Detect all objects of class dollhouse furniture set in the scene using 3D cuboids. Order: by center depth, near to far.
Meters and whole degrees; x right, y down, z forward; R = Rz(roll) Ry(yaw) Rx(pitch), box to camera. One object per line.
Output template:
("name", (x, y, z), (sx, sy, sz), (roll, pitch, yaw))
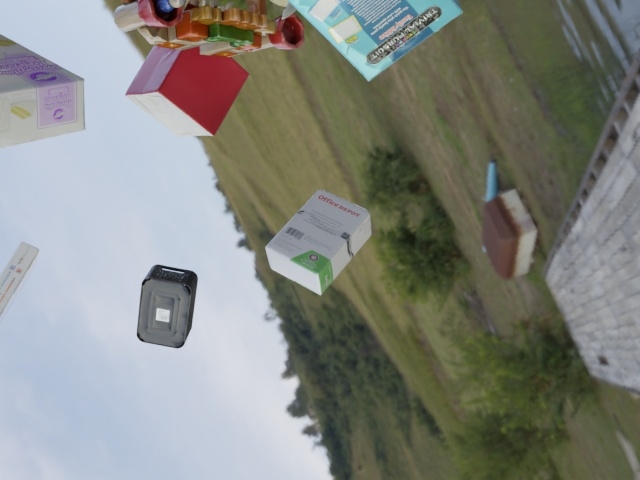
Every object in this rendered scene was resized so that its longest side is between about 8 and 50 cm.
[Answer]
("dollhouse furniture set", (-0.446, -0.722, 2.522), (0.262, 0.135, 0.259), (25, -152, 4))

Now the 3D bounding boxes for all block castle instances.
("block castle", (-0.225, -0.581, 1.772), (0.453, 0.212, 0.303), (-4, -86, -48))

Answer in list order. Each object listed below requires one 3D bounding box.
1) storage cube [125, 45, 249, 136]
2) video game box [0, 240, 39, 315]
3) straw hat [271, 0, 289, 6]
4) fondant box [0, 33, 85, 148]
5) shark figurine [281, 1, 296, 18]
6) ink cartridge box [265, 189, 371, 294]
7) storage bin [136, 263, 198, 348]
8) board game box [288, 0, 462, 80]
("storage cube", (-0.332, -0.387, 1.992), (0.215, 0.193, 0.183), (37, 162, -36))
("video game box", (-0.678, 0.107, 1.743), (0.048, 0.187, 0.205), (32, 158, -13))
("straw hat", (-0.112, -0.724, 2.238), (0.144, 0.144, 0.061), (65, -159, -7))
("fondant box", (-0.571, -0.251, 1.291), (0.330, 0.238, 0.096), (31, 125, 31))
("shark figurine", (0.010, -0.547, 1.814), (0.278, 0.166, 0.116), (-62, -27, -65))
("ink cartridge box", (0.000, 0.000, 1.941), (0.160, 0.219, 0.093), (27, 149, 26))
("storage bin", (-0.377, 0.163, 1.983), (0.084, 0.122, 0.180), (-81, 1, -69))
("board game box", (0.092, -0.521, 1.660), (0.336, 0.253, 0.079), (37, -149, -38))
